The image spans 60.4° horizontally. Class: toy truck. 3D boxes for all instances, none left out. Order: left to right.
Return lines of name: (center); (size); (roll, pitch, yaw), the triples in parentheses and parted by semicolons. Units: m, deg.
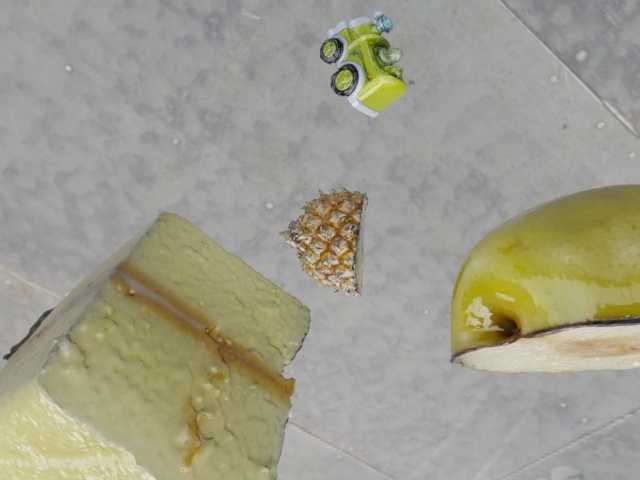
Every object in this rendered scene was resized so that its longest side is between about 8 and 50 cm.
toy truck: (0.053, -0.200, 0.604); (0.077, 0.111, 0.076); (-28, 159, 33)

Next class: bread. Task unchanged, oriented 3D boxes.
bread: (-0.222, 0.156, 0.618); (0.242, 0.345, 0.405); (44, 124, -13)

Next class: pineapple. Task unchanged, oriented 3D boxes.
pineapple: (0.001, -0.002, 0.865); (0.137, 0.161, 0.175); (3, 144, 9)

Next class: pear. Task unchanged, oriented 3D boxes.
pear: (0.325, 0.045, 0.650); (0.387, 0.191, 0.340); (13, 152, -32)
